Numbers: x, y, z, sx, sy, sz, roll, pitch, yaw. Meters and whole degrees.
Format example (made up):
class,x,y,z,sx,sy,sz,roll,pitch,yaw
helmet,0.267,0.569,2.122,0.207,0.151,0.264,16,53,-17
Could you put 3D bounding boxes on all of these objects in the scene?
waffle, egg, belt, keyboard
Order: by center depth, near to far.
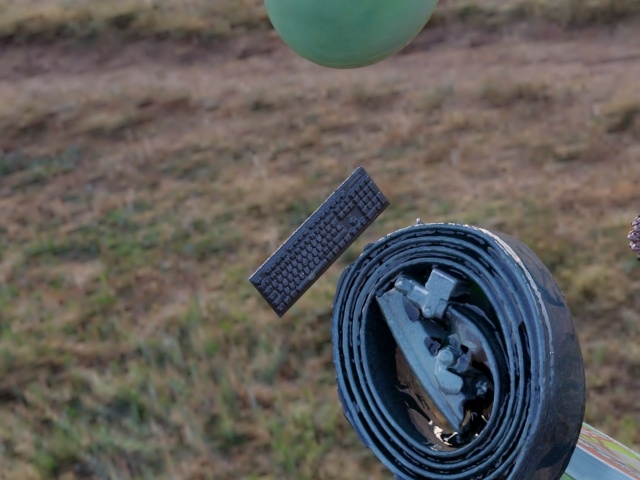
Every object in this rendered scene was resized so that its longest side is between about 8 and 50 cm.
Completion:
class,x,y,z,sx,sy,sz,roll,pitch,yaw
belt,0.125,0.112,1.499,0.206,0.267,0.116,-28,-19,26
keyboard,0.000,0.000,2.001,0.198,0.063,0.010,-46,20,-20
waffle,0.406,-0.005,2.047,0.083,0.075,0.029,-48,9,14
egg,0.045,-0.340,2.089,0.220,0.269,0.220,27,6,-3

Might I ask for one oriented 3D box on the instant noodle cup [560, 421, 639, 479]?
class,x,y,z,sx,sy,sz,roll,pitch,yaw
instant noodle cup,0.226,0.346,1.725,0.294,0.294,0.308,34,96,53
